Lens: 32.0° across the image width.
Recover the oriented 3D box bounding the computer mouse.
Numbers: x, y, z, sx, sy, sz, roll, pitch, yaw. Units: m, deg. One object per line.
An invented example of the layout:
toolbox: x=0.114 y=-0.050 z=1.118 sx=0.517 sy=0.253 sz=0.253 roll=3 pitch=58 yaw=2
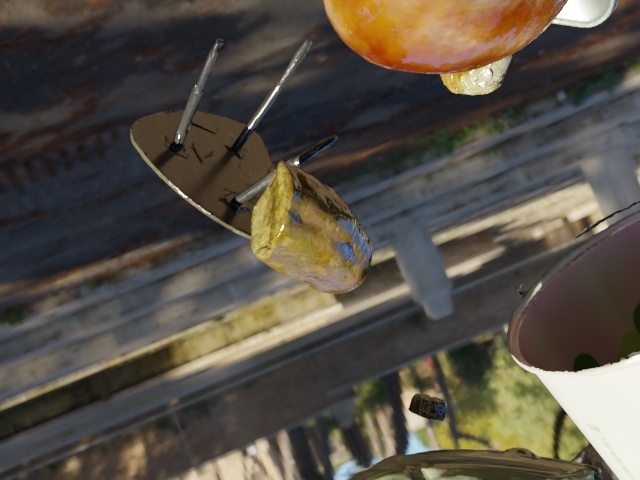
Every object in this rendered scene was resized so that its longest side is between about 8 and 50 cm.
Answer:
computer mouse: x=0.145 y=0.340 z=1.439 sx=0.429 sy=0.145 sz=0.228 roll=-21 pitch=165 yaw=18

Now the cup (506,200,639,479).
cup: x=0.325 y=0.124 z=0.908 sx=0.253 sy=0.274 sz=0.253 roll=-32 pitch=-166 yaw=9

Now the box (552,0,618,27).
box: x=0.355 y=-0.596 z=1.980 sx=0.396 sy=0.396 sz=0.111 roll=10 pitch=-165 yaw=16

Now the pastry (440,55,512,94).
pastry: x=0.261 y=-0.316 z=1.873 sx=0.153 sy=0.153 sz=0.081 roll=-27 pitch=155 yaw=37

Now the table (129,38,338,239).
table: x=-0.136 y=-0.211 z=1.938 sx=0.317 sy=0.317 sz=0.249 roll=-16 pitch=154 yaw=-53

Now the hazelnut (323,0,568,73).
hazelnut: x=0.172 y=-0.383 z=1.471 sx=0.366 sy=0.366 sz=0.366 roll=-23 pitch=175 yaw=-2

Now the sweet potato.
sweet potato: x=0.000 y=0.000 z=1.804 sx=0.158 sy=0.158 sz=0.370 roll=-25 pitch=150 yaw=20

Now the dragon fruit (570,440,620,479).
dragon fruit: x=0.513 y=0.417 z=1.756 sx=0.283 sy=0.204 sz=0.221 roll=-19 pitch=-172 yaw=6

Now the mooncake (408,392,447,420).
mooncake: x=0.267 y=0.233 z=1.522 sx=0.347 sy=0.057 sz=0.150 roll=-6 pitch=178 yaw=25
